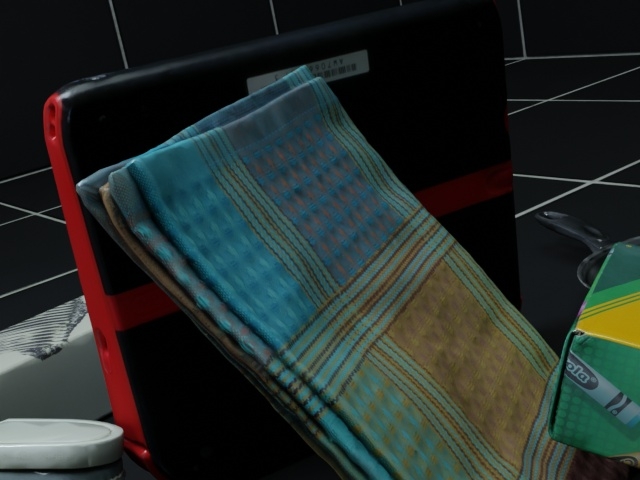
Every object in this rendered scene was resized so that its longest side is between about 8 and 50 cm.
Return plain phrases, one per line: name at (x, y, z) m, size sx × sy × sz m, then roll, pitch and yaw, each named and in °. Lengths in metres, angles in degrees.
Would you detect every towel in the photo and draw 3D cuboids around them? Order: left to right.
towel at (0.058, 0.058, 0.563) m, size 0.040 × 0.370 × 0.271 m, roll -42°, pitch 1°, yaw 30°

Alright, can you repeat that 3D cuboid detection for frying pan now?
frying pan at (0.313, 0.028, 0.963) m, size 0.197 × 0.053 × 0.326 m, roll -25°, pitch 19°, yaw -38°

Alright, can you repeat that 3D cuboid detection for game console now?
game console at (0.000, 0.000, 0.753) m, size 0.387 × 0.341 × 0.060 m, roll -20°, pitch 22°, yaw -26°

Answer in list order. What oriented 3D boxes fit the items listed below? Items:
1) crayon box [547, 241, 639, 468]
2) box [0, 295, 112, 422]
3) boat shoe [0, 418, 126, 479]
crayon box at (0.299, 0.094, 0.570) m, size 0.279 × 0.081 × 0.165 m, roll 15°, pitch 25°, yaw 21°
box at (-0.301, 0.148, 0.888) m, size 0.113 × 0.094 × 0.275 m, roll 7°, pitch 24°, yaw 44°
boat shoe at (-0.303, 0.190, 0.690) m, size 0.320 × 0.099 × 0.116 m, roll -2°, pitch 2°, yaw 5°
